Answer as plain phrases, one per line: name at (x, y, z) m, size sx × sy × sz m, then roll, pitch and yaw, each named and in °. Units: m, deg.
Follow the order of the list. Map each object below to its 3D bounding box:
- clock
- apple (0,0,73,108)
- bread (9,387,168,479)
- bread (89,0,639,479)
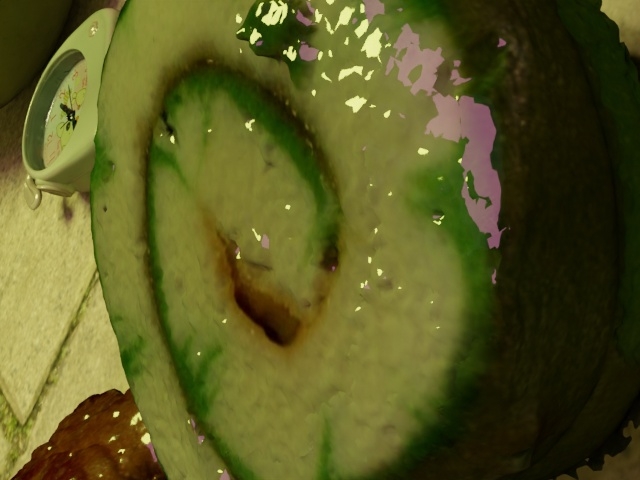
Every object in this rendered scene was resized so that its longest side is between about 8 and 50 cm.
clock at (-0.223, -0.113, 1.116) m, size 0.191 × 0.062 × 0.151 m, roll -33°, pitch 51°, yaw 41°
apple at (-0.435, -0.286, 1.237) m, size 0.357 × 0.357 × 0.357 m, roll -26°, pitch 55°, yaw 44°
bread at (-0.154, 0.219, 0.778) m, size 0.247 × 0.135 × 0.232 m, roll -32°, pitch 28°, yaw 40°
bread at (0.000, 0.000, 0.607) m, size 0.366 × 0.129 × 0.381 m, roll 38°, pitch 128°, yaw 47°
